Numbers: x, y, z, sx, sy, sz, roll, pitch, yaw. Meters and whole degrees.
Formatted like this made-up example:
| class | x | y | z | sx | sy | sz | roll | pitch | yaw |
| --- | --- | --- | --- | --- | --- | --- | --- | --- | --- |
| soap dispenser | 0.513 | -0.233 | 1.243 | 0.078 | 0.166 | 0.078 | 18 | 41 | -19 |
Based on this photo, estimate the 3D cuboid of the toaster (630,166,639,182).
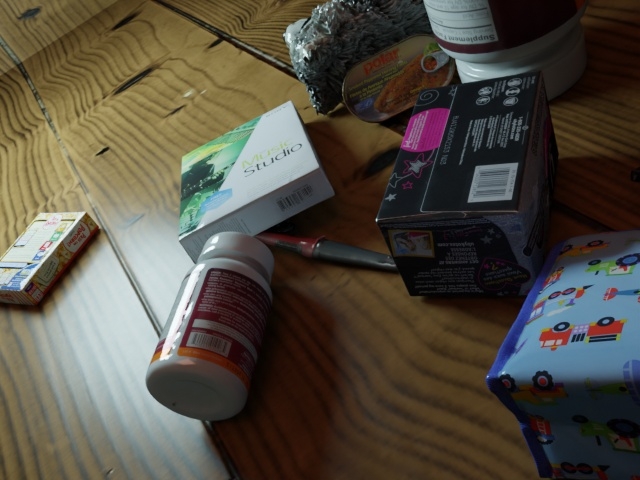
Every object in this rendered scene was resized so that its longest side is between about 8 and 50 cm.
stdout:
| class | x | y | z | sx | sy | sz | roll | pitch | yaw |
| --- | --- | --- | --- | --- | --- | --- | --- | --- | --- |
| toaster | 0.457 | -0.129 | 0.699 | 0.227 | 0.129 | 0.146 | -44 | 43 | -19 |

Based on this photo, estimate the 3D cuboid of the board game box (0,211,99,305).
| class | x | y | z | sx | sy | sz | roll | pitch | yaw |
| --- | --- | --- | --- | --- | --- | --- | --- | --- | --- |
| board game box | -0.524 | 0.029 | 1.211 | 0.147 | 0.045 | 0.193 | 1 | 47 | 33 |

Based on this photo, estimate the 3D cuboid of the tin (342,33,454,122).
| class | x | y | z | sx | sy | sz | roll | pitch | yaw |
| --- | --- | --- | --- | --- | --- | --- | --- | --- | --- |
| tin | 0.128 | -0.266 | 1.081 | 0.190 | 0.106 | 0.040 | -24 | 4 | 6 |

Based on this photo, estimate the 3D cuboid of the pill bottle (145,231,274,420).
| class | x | y | z | sx | sy | sz | roll | pitch | yaw |
| --- | --- | --- | --- | --- | --- | --- | --- | --- | --- |
| pill bottle | -0.128 | 0.101 | 0.820 | 0.121 | 0.121 | 0.221 | -11 | 42 | 23 |

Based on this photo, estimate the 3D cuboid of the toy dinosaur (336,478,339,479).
| class | x | y | z | sx | sy | sz | roll | pitch | yaw |
| --- | --- | --- | --- | --- | --- | --- | --- | --- | --- |
| toy dinosaur | 0.107 | 0.277 | 0.532 | 0.268 | 0.064 | 0.118 | -1 | 40 | 34 |

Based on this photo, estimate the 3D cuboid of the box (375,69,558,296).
| class | x | y | z | sx | sy | sz | roll | pitch | yaw |
| --- | --- | --- | --- | --- | --- | --- | --- | --- | --- |
| box | 0.190 | -0.067 | 0.789 | 0.163 | 0.142 | 0.247 | -3 | 47 | 29 |

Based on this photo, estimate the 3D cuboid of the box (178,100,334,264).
| class | x | y | z | sx | sy | sz | roll | pitch | yaw |
| --- | --- | --- | --- | --- | --- | --- | --- | --- | --- |
| box | -0.117 | -0.109 | 1.067 | 0.232 | 0.058 | 0.322 | -27 | 29 | 4 |

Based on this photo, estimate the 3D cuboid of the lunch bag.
| class | x | y | z | sx | sy | sz | roll | pitch | yaw |
| --- | --- | --- | --- | --- | --- | --- | --- | --- | --- |
| lunch bag | 0.308 | 0.058 | 0.586 | 0.221 | 0.138 | 0.293 | -11 | 31 | 39 |

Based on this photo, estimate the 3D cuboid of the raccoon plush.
| class | x | y | z | sx | sy | sz | roll | pitch | yaw |
| --- | --- | --- | --- | --- | --- | --- | --- | --- | --- |
| raccoon plush | 0.149 | -0.376 | 1.121 | 0.447 | 0.216 | 0.299 | -1 | 55 | 32 |

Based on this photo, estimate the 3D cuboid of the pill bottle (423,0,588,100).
| class | x | y | z | sx | sy | sz | roll | pitch | yaw |
| --- | --- | --- | --- | --- | --- | --- | --- | --- | --- |
| pill bottle | 0.245 | -0.392 | 0.909 | 0.224 | 0.392 | 0.224 | -18 | 40 | 16 |

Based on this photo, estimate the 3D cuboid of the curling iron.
| class | x | y | z | sx | sy | sz | roll | pitch | yaw |
| --- | --- | --- | --- | --- | --- | --- | --- | --- | --- |
| curling iron | 0.000 | 0.000 | 0.919 | 0.274 | 0.035 | 0.068 | 16 | 57 | 43 |
